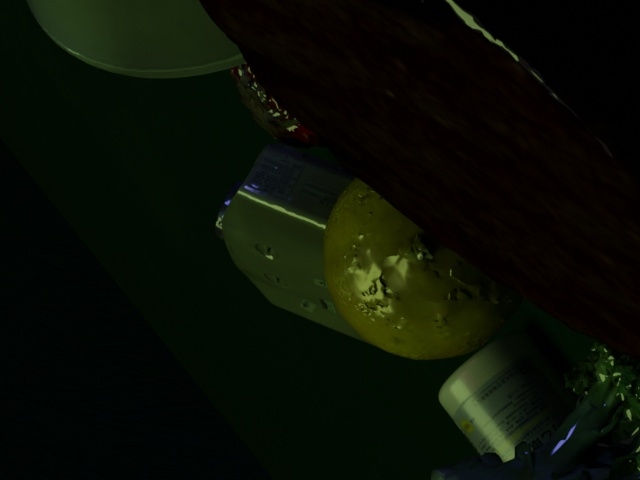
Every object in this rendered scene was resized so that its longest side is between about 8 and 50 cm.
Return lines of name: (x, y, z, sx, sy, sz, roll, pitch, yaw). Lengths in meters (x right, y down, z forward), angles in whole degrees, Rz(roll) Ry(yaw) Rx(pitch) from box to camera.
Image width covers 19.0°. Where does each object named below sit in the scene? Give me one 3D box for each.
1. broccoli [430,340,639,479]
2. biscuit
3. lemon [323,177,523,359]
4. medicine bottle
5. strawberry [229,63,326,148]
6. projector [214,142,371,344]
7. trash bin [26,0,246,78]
broccoli: (0.209, 0.191, 1.358, 0.270, 0.270, 0.270, 176, 90, -79)
biscuit: (0.092, -0.086, 1.102, 0.407, 0.091, 0.407, 39, 168, 10)
lemon: (0.086, 0.015, 1.562, 0.173, 0.173, 0.206, 51, 164, 18)
medicine bottle: (0.197, 0.179, 1.688, 0.187, 0.103, 0.103, 53, 165, 16)
strawberry: (-0.027, -0.146, 1.753, 0.145, 0.086, 0.145, 52, 167, 17)
projector: (0.000, 0.000, 1.827, 0.193, 0.088, 0.269, 21, 160, 15)
trash bin: (-0.121, -0.307, 1.242, 0.280, 0.280, 0.432, 46, 170, 34)
